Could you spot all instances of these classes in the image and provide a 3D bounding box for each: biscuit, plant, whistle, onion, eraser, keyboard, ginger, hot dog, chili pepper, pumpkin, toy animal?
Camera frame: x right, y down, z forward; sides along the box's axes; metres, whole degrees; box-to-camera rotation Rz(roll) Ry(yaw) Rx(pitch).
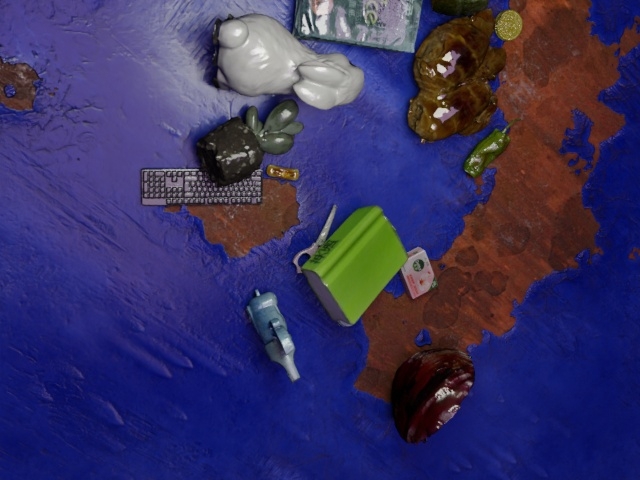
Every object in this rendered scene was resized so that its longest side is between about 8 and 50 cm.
[{"bbox_3d":[0.519,-0.594,1.923,0.083,0.023,0.084,-5,105,-17],"label":"biscuit"},{"bbox_3d":[-0.168,-0.247,1.726,0.274,0.146,0.149,-33,87,-21],"label":"plant"},{"bbox_3d":[-0.118,0.252,1.858,0.093,0.180,0.269,-25,79,-13],"label":"whistle"},{"bbox_3d":[0.305,0.422,1.996,0.146,0.280,0.314,43,88,-8],"label":"onion"},{"bbox_3d":[0.096,0.060,1.857,0.274,0.092,0.210,-48,123,-26],"label":"eraser"},{"bbox_3d":[-0.298,-0.134,1.777,0.309,0.018,0.101,-1,103,-18],"label":"keyboard"},{"bbox_3d":[0.374,-0.432,1.849,0.274,0.152,0.358,-1,106,-18],"label":"ginger"},{"bbox_3d":[-0.096,-0.177,1.824,0.090,0.034,0.030,8,100,-19],"label":"hot dog"},{"bbox_3d":[0.487,-0.265,1.974,0.204,0.073,0.072,-47,131,10],"label":"chili pepper"},{"bbox_3d":[0.331,-0.696,1.709,0.139,0.190,0.281,-7,89,5],"label":"pumpkin"},{"bbox_3d":[-0.071,-0.410,1.642,0.357,0.258,0.194,16,101,-1],"label":"toy animal"}]

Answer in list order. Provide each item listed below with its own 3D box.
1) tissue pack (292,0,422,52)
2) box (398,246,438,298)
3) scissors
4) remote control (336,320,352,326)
[{"bbox_3d":[0.095,-0.602,1.740,0.315,0.103,0.228,3,103,-18],"label":"tissue pack"},{"bbox_3d":[0.275,0.093,2.010,0.089,0.043,0.125,-28,111,-10],"label":"box"},{"bbox_3d":[0.000,0.000,1.907,0.110,0.021,0.212,19,97,-29],"label":"scissors"},{"bbox_3d":[0.057,0.122,1.927,0.104,0.052,0.248,-27,115,-34],"label":"remote control"}]
